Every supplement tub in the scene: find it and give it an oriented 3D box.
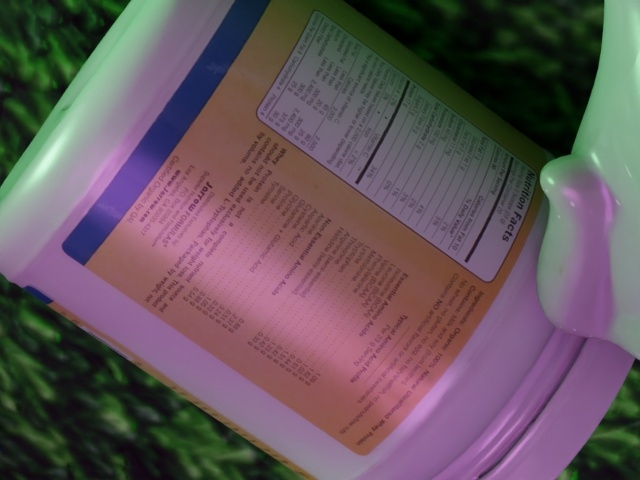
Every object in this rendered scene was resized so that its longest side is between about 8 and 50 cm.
[{"bbox_3d":[0.000,0.000,0.612,0.199,0.144,0.144,35,127,-12],"label":"supplement tub"}]

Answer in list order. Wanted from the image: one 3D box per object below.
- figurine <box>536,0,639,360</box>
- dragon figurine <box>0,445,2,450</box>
[{"bbox_3d":[0.153,-0.084,0.510,0.214,0.092,0.209,-19,115,-10],"label":"figurine"},{"bbox_3d":[-0.202,0.116,0.791,0.289,0.085,0.144,26,128,-3],"label":"dragon figurine"}]
